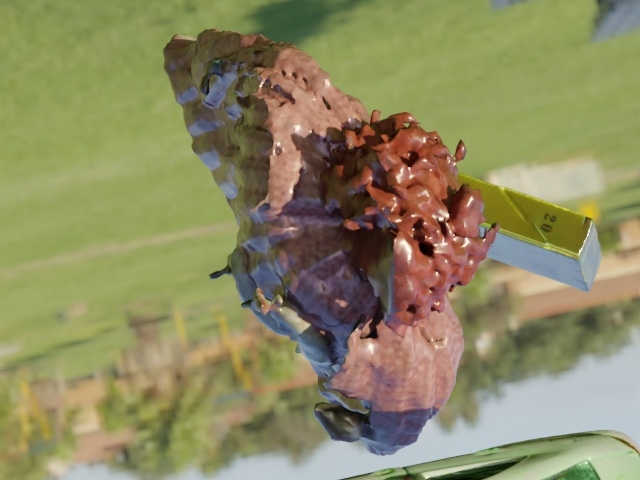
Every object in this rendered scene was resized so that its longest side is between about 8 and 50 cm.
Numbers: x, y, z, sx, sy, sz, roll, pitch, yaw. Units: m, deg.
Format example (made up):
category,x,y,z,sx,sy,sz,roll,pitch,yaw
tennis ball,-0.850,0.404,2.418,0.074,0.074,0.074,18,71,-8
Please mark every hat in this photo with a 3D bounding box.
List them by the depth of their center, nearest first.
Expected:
category,x,y,z,sx,sy,sz,roll,pitch,yaw
hat,0.000,0.000,0.935,0.107,0.236,0.286,-29,-173,-16

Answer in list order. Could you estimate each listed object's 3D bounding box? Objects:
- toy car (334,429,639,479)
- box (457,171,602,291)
category,x,y,z,sx,sy,sz,roll,pitch,yaw
toy car,0.032,0.136,0.794,0.224,0.090,0.076,-11,169,-5
box,0.078,-0.021,1.223,0.193,0.030,0.121,19,173,13
